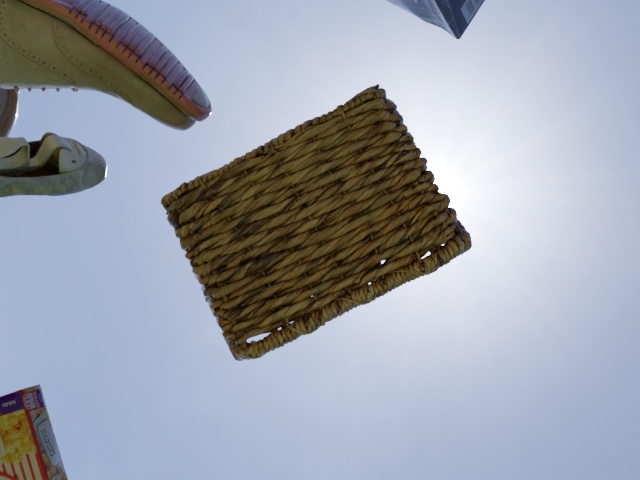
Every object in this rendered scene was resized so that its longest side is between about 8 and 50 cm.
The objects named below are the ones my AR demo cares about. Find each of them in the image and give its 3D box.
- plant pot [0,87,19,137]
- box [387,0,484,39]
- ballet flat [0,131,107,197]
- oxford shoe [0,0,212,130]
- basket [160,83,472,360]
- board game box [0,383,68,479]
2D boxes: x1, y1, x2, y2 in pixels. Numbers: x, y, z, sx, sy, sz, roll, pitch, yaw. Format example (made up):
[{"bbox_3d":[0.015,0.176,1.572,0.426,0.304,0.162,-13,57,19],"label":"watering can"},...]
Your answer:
[{"bbox_3d":[-0.543,-0.215,1.617,0.237,0.237,0.109,62,-19,12],"label":"plant pot"},{"bbox_3d":[0.142,-0.368,1.225,0.142,0.163,0.247,34,-89,20],"label":"box"},{"bbox_3d":[-0.245,-0.066,0.994,0.057,0.168,0.052,49,-51,22],"label":"ballet flat"},{"bbox_3d":[-0.322,-0.236,1.438,0.397,0.140,0.146,33,-73,-5],"label":"oxford shoe"},{"bbox_3d":[0.000,0.000,1.364,0.299,0.213,0.223,-28,-103,-2],"label":"basket"},{"bbox_3d":[-0.349,0.271,1.274,0.147,0.045,0.193,-20,-94,19],"label":"board game box"}]
